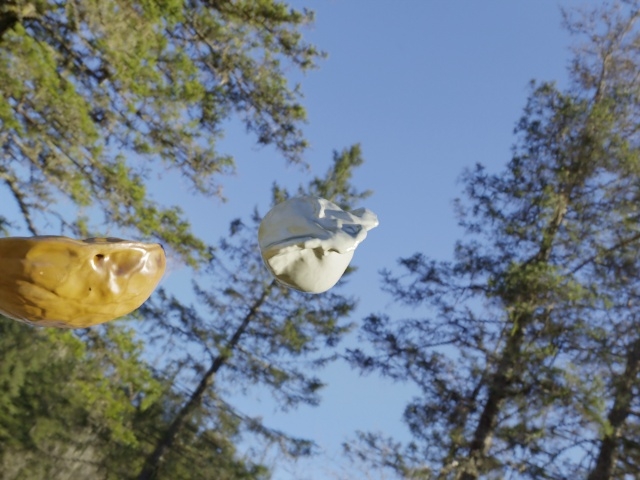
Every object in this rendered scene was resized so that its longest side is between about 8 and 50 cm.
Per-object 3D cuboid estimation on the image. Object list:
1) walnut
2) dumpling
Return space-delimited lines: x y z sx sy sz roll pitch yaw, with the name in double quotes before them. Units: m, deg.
"walnut" -0.268 0.051 0.727 0.211 0.087 0.167 4 -14 -42
"dumpling" 0.000 0.000 0.855 0.151 0.229 0.124 -19 -86 7
